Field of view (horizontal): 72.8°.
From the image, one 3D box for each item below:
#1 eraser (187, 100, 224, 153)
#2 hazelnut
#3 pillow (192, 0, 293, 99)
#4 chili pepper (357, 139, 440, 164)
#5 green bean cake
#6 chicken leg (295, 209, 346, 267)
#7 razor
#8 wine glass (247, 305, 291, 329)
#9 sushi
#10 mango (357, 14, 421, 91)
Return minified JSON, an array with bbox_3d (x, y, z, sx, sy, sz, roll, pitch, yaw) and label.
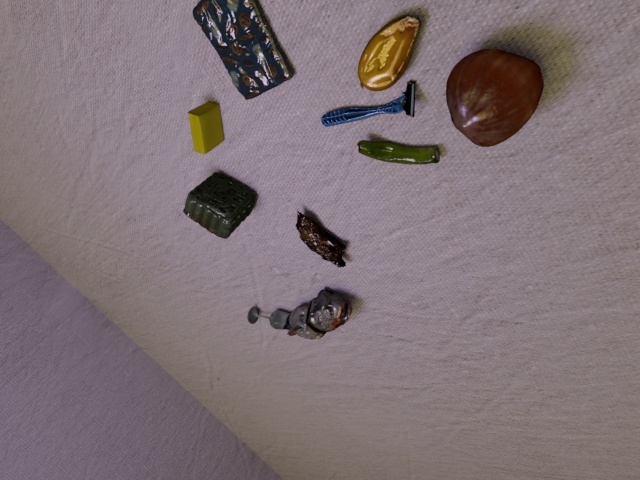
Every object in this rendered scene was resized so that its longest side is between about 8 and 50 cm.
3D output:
[{"bbox_3d":[-0.329,-0.326,1.255,0.045,0.097,0.122,20,136,19],"label":"eraser"},{"bbox_3d":[0.331,-0.275,0.828,0.182,0.182,0.182,18,135,18],"label":"hazelnut"},{"bbox_3d":[-0.192,-0.487,1.074,0.189,0.034,0.255,-8,125,39],"label":"pillow"},{"bbox_3d":[0.190,-0.214,1.064,0.201,0.050,0.052,12,117,20],"label":"chili pepper"},{"bbox_3d":[-0.314,-0.118,1.374,0.173,0.181,0.094,33,137,6],"label":"green bean cake"},{"bbox_3d":[0.000,0.000,1.369,0.234,0.063,0.105,40,133,-4],"label":"chicken leg"},{"bbox_3d":[0.111,-0.307,1.036,0.253,0.042,0.082,-2,84,35],"label":"razor"},{"bbox_3d":[-0.199,0.318,1.773,0.195,0.079,0.079,4,129,31],"label":"wine glass"},{"bbox_3d":[-0.007,0.270,1.576,0.130,0.124,0.332,33,138,-14],"label":"sushi"},{"bbox_3d":[0.143,-0.393,0.921,0.101,0.066,0.187,42,133,4],"label":"mango"}]
